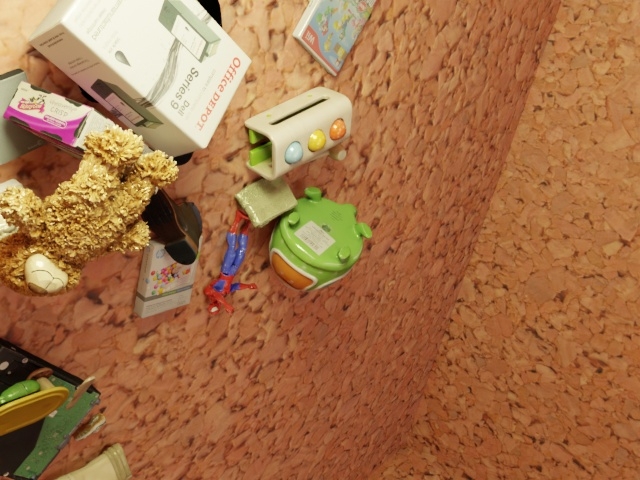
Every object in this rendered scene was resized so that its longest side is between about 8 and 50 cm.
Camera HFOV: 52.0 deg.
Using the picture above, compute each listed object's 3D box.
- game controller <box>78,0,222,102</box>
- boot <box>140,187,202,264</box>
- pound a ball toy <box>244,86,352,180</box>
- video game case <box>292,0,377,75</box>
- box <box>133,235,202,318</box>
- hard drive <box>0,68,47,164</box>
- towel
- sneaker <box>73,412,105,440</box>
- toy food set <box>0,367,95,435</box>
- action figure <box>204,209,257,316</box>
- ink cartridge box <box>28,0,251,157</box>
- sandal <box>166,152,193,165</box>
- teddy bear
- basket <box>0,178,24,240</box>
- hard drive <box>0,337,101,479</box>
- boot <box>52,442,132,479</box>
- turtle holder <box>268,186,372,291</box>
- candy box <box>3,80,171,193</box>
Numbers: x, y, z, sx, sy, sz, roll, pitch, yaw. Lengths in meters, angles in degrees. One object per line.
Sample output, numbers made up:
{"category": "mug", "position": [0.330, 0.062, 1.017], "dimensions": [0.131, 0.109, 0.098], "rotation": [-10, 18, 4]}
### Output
{"category": "game controller", "position": [-0.302, -0.356, 1.182], "dimensions": [0.319, 0.067, 0.166], "rotation": [-30, 139, -42]}
{"category": "boot", "position": [-0.322, -0.061, 1.417], "dimensions": [0.106, 0.082, 0.219], "rotation": [-78, 152, -55]}
{"category": "pound a ball toy", "position": [-0.029, -0.237, 1.625], "dimensions": [0.319, 0.136, 0.208], "rotation": [-33, 140, -37]}
{"category": "video game case", "position": [0.056, -0.566, 1.578], "dimensions": [0.285, 0.025, 0.204], "rotation": [-61, 150, 2]}
{"category": "box", "position": [-0.351, 0.077, 1.512], "dimensions": [0.145, 0.038, 0.186], "rotation": [-15, 127, -51]}
{"category": "hard drive", "position": [-0.504, -0.198, 1.059], "dimensions": [0.094, 0.022, 0.135], "rotation": [-37, 143, -34]}
{"category": "towel", "position": [-0.132, -0.104, 1.627], "dimensions": [0.148, 0.110, 0.027], "rotation": [-33, 180, -33]}
{"category": "sneaker", "position": [-0.542, 0.448, 1.551], "dimensions": [0.083, 0.032, 0.036], "rotation": [-38, 143, -33]}
{"category": "toy food set", "position": [-0.559, 0.297, 1.248], "dimensions": [0.218, 0.071, 0.128], "rotation": [-13, 150, -49]}
{"category": "action figure", "position": [-0.202, 0.079, 1.646], "dimensions": [0.091, 0.139, 0.280], "rotation": [5, 114, -56]}
{"category": "ink cartridge box", "position": [-0.276, -0.305, 1.063], "dimensions": [0.289, 0.122, 0.211], "rotation": [42, 59, -36]}
{"category": "sandal", "position": [-0.262, -0.235, 1.299], "dimensions": [0.097, 0.054, 0.254], "rotation": [-31, 159, -39]}
{"category": "teddy bear", "position": [-0.367, -0.031, 1.018], "dimensions": [0.338, 0.113, 0.245], "rotation": [-37, 155, -7]}
{"category": "basket", "position": [-0.540, -0.006, 1.090], "dimensions": [0.167, 0.103, 0.113], "rotation": [-38, 144, -34]}
{"category": "hard drive", "position": [-0.619, 0.347, 1.318], "dimensions": [0.237, 0.064, 0.339], "rotation": [-52, 148, -13]}
{"category": "boot", "position": [-0.567, 0.642, 1.626], "dimensions": [0.203, 0.095, 0.261], "rotation": [-28, 133, -44]}
{"category": "turtle holder", "position": [-0.018, -0.003, 1.791], "dimensions": [0.320, 0.244, 0.227], "rotation": [-85, -159, -47]}
{"category": "candy box", "position": [-0.382, -0.167, 1.103], "dimensions": [0.071, 0.159, 0.233], "rotation": [-65, 158, -6]}
